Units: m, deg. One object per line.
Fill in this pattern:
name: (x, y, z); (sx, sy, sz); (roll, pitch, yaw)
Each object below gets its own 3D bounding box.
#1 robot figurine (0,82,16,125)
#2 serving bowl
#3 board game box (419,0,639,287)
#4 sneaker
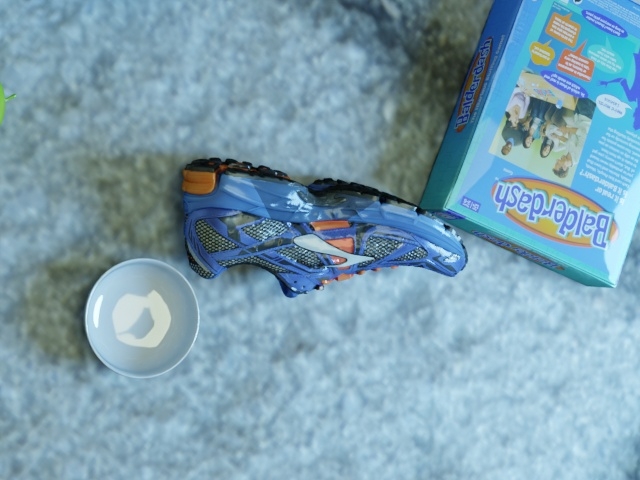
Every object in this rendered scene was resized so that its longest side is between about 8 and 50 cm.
robot figurine: (-0.259, -0.096, 1.283); (0.115, 0.067, 0.101); (22, 83, -21)
serving bowl: (-0.127, 0.053, 1.359); (0.083, 0.027, 0.083); (0, 91, -23)
board game box: (0.183, -0.090, 1.478); (0.160, 0.047, 0.210); (24, 80, -21)
sneaker: (0.000, 0.000, 1.395); (0.221, 0.083, 0.087); (11, 99, -17)
